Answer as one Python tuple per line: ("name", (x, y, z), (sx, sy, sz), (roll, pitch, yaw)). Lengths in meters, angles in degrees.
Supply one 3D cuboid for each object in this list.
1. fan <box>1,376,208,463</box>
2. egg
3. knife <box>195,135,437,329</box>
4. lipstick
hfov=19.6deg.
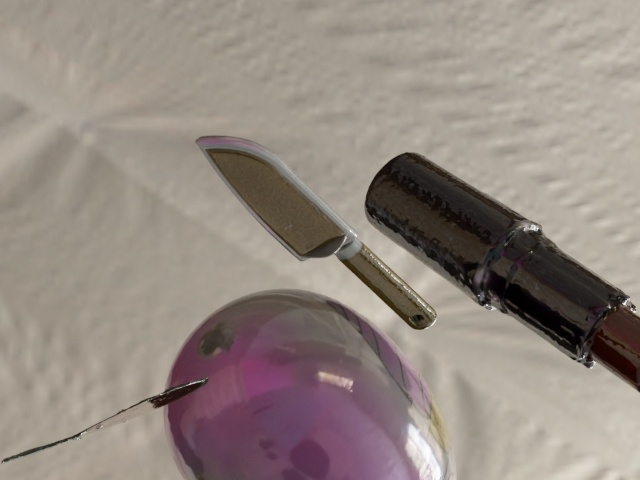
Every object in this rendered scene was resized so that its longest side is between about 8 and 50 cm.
("fan", (-0.127, 0.108, 1.104), (0.133, 0.005, 0.085), (-21, -8, -22))
("egg", (0.002, 0.152, 1.411), (0.271, 0.196, 0.196), (34, -51, -27))
("knife", (0.000, 0.001, 1.247), (0.046, 0.022, 0.256), (-24, -43, 24))
("lipstick", (0.157, 0.025, 1.458), (0.081, 0.300, 0.081), (-31, -42, -32))
